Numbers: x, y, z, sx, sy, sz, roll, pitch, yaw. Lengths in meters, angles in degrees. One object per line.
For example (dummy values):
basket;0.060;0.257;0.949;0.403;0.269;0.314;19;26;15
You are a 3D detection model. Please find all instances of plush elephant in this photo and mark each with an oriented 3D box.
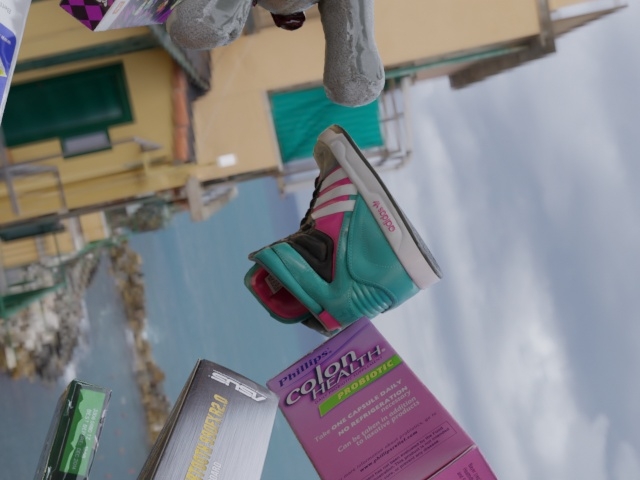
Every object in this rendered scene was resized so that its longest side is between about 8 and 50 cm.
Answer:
plush elephant;-0.084;-0.331;1.226;0.255;0.272;0.330;6;-90;55

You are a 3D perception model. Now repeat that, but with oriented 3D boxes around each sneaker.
sneaker;0.000;0.000;1.106;0.124;0.178;0.295;53;6;-31

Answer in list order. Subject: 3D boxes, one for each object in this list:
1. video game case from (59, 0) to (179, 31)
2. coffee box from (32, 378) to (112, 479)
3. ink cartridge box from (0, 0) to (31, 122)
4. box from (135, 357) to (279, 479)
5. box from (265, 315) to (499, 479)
video game case;-0.116;-0.275;0.901;0.042;0.210;0.232;38;13;-4
coffee box;-0.236;0.195;0.986;0.184;0.040;0.113;141;-37;-67
ink cartridge box;-0.364;-0.119;0.915;0.176;0.069;0.371;37;49;-49
box;-0.104;0.204;0.576;0.231;0.056;0.183;-62;-175;21
box;0.081;0.220;0.925;0.213;0.117;0.243;58;-6;-27
